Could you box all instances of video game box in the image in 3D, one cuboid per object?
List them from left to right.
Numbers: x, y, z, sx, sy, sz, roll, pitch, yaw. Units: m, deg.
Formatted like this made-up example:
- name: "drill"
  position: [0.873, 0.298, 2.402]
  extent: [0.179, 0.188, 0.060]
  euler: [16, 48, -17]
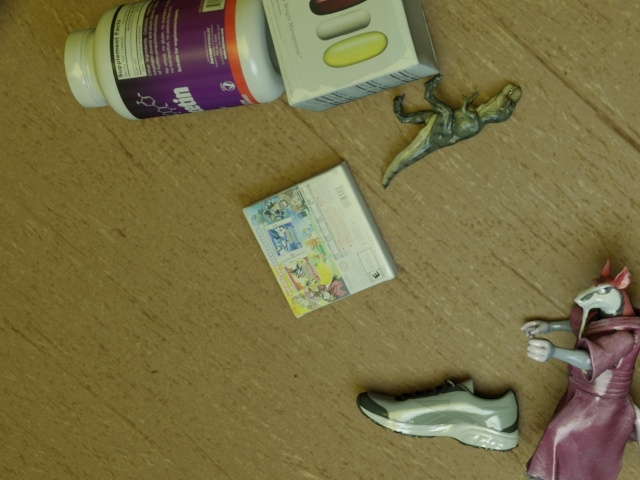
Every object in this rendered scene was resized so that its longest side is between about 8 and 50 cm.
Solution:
- name: "video game box"
  position: [0.000, 0.000, 1.958]
  extent: [0.187, 0.048, 0.205]
  euler: [-23, 99, 17]

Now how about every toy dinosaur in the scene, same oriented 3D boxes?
- name: "toy dinosaur"
  position: [0.175, -0.186, 1.857]
  extent: [0.268, 0.064, 0.118]
  euler: [-30, 104, 23]

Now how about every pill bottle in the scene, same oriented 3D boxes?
- name: "pill bottle"
  position: [-0.222, -0.285, 1.857]
  extent: [0.323, 0.181, 0.181]
  euler: [-6, 104, 16]

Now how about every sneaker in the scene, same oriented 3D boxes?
- name: "sneaker"
  position: [0.194, 0.273, 1.973]
  extent: [0.271, 0.100, 0.108]
  euler: [7, 93, 8]

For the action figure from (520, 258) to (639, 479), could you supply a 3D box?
- name: "action figure"
  position: [0.428, 0.212, 1.810]
  extent: [0.275, 0.248, 0.370]
  euler: [15, 111, 8]

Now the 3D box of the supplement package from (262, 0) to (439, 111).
- name: "supplement package"
  position: [0.044, -0.315, 1.782]
  extent: [0.203, 0.149, 0.194]
  euler: [-16, 88, 17]
